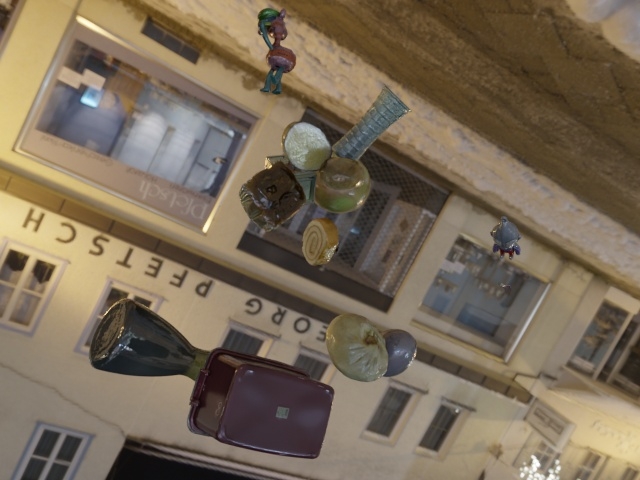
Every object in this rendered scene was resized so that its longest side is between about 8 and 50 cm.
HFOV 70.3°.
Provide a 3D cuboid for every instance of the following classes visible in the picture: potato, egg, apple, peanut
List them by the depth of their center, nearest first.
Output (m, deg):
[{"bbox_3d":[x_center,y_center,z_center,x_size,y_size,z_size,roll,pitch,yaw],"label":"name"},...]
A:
[{"bbox_3d":[0.236,0.374,1.518,0.146,0.198,0.146,27,-139,-27],"label":"egg"},{"bbox_3d":[0.077,-0.230,1.580,0.159,0.141,0.109,19,145,10],"label":"peanut"},{"bbox_3d":[-0.056,-0.337,1.611,0.200,0.164,0.081,34,-177,-36],"label":"potato"},{"bbox_3d":[0.096,-0.285,2.314,0.319,0.319,0.277,30,163,26],"label":"apple"}]

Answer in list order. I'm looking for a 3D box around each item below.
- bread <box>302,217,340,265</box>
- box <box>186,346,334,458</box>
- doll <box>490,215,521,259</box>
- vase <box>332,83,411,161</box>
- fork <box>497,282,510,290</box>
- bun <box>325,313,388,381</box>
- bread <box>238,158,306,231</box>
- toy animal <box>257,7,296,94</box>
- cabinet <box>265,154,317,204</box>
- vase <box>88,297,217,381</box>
[{"bbox_3d":[0.000,0.000,1.443,0.073,0.149,0.122,-7,-135,-40],"label":"bread"},{"bbox_3d":[-0.120,0.359,0.996,0.294,0.193,0.167,23,162,-27],"label":"box"},{"bbox_3d":[0.641,-0.010,1.575,0.102,0.075,0.227,7,148,27],"label":"doll"},{"bbox_3d":[0.180,-0.414,1.683,0.143,0.299,0.143,38,-160,-16],"label":"vase"},{"bbox_3d":[0.395,0.098,0.981,0.016,0.012,0.115,-20,159,27],"label":"fork"},{"bbox_3d":[0.121,0.311,1.370,0.222,0.127,0.222,15,-136,-15],"label":"bun"},{"bbox_3d":[-0.161,-0.152,1.552,0.192,0.210,0.110,55,146,-8],"label":"bread"},{"bbox_3d":[-0.112,-0.451,1.065,0.100,0.208,0.103,-7,167,32],"label":"toy animal"},{"bbox_3d":[-0.130,-0.259,1.933,0.145,0.150,0.206,-11,-143,-26],"label":"cabinet"},{"bbox_3d":[-0.394,0.286,1.155,0.321,0.173,0.173,37,178,-37],"label":"vase"}]
